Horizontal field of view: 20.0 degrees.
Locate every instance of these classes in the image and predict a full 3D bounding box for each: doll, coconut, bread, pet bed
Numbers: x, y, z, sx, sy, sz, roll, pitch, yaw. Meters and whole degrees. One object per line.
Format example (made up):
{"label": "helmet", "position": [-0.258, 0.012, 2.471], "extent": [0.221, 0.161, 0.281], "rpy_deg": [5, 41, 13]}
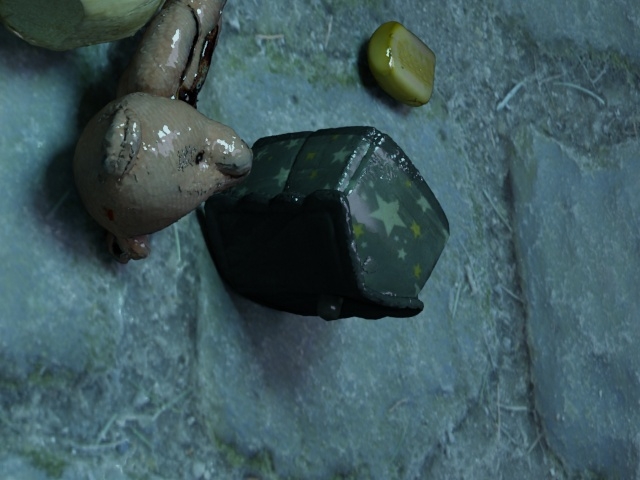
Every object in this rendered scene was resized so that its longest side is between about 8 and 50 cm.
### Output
{"label": "doll", "position": [-0.120, -0.132, 1.716], "extent": [0.201, 0.156, 0.303], "rpy_deg": [99, 12, -61]}
{"label": "coconut", "position": [-0.211, -0.266, 1.630], "extent": [0.194, 0.194, 0.194], "rpy_deg": [19, 66, -50]}
{"label": "bread", "position": [0.090, -0.207, 2.142], "extent": [0.115, 0.056, 0.082], "rpy_deg": [27, 63, -53]}
{"label": "pet bed", "position": [0.000, 0.000, 1.839], "extent": [0.183, 0.211, 0.159], "rpy_deg": [53, 53, -32]}
